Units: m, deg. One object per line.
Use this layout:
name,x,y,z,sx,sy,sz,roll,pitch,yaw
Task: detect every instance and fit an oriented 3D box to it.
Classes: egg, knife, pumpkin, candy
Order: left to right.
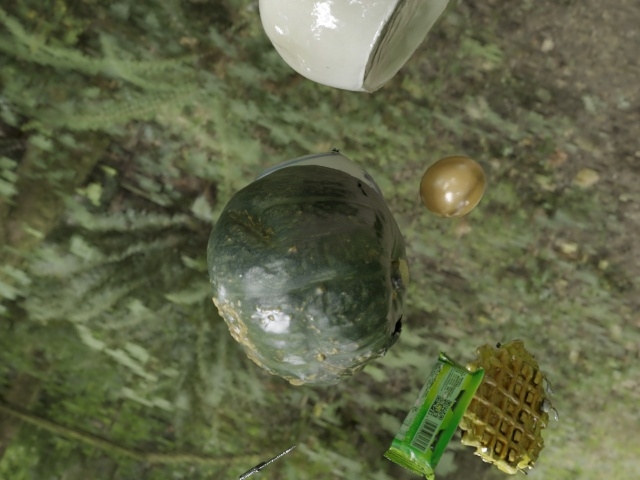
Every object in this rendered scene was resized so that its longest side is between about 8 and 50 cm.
knife,-0.090,0.373,1.875,0.010,0.023,0.170,51,132,0
pumpkin,-0.011,0.049,1.498,0.257,0.292,0.328,-5,-157,12
candy,0.166,0.250,1.615,0.032,0.178,0.102,35,169,-34
egg,0.175,-0.071,1.457,0.080,0.080,0.096,26,159,-13

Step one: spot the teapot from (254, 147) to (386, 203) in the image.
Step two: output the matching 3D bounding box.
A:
teapot,0.000,0.000,1.916,0.252,0.280,0.424,-19,174,30

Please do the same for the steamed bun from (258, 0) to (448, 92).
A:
steamed bun,0.050,-0.355,1.435,0.206,0.324,0.324,35,170,11

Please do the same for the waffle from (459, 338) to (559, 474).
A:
waffle,0.360,0.330,2.206,0.262,0.281,0.060,-18,-168,-36
